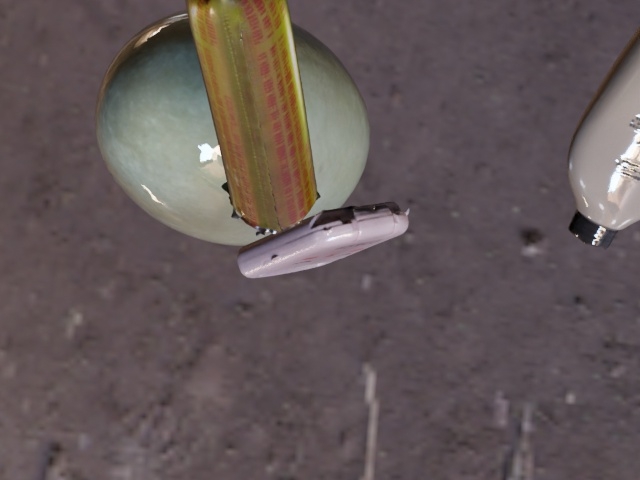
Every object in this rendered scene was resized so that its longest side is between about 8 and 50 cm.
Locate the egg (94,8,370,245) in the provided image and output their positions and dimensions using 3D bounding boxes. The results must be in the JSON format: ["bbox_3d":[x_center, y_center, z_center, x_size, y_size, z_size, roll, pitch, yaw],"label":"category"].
[{"bbox_3d":[-0.091,-0.122,2.045,0.258,0.352,0.259,-8,73,28],"label":"egg"}]

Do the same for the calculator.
[{"bbox_3d":[0.000,0.000,1.643,0.175,0.100,0.032,-23,79,55],"label":"calculator"}]

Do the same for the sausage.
[{"bbox_3d":[-0.051,-0.119,1.364,0.371,0.082,0.082,83,174,-65],"label":"sausage"}]

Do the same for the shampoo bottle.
[{"bbox_3d":[0.297,-0.108,1.712,0.257,0.127,0.078,-65,32,16],"label":"shampoo bottle"}]
